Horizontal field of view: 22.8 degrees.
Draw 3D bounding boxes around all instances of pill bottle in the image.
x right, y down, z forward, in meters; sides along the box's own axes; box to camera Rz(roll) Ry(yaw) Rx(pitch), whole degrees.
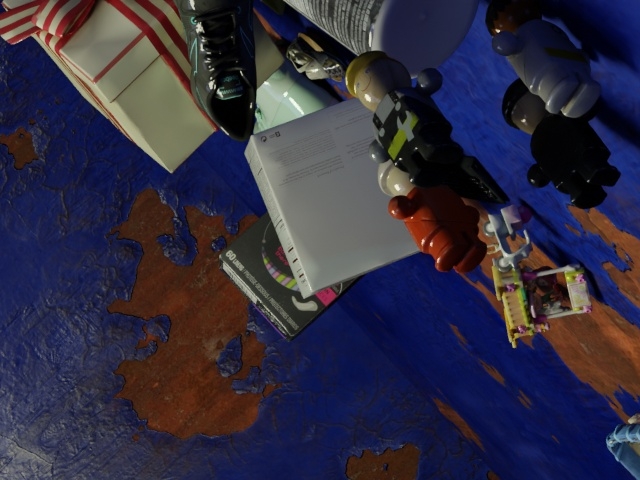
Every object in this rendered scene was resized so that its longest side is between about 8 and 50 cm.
[{"bbox_3d":[0.024,-0.261,1.480,0.245,0.130,0.130,42,170,36],"label":"pill bottle"}]

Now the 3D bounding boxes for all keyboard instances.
[{"bbox_3d":[0.160,-0.078,1.977,0.100,0.038,0.192,49,171,-13],"label":"keyboard"}]

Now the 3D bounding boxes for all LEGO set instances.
[{"bbox_3d":[0.275,0.058,1.949,0.287,0.107,0.132,55,-156,-67],"label":"LEGO set"}]

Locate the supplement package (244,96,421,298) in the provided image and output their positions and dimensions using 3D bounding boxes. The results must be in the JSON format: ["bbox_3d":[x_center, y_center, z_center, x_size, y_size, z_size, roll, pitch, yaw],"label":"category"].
[{"bbox_3d":[0.034,-0.059,1.956,0.149,0.194,0.203,135,114,-83],"label":"supplement package"}]

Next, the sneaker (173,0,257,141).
[{"bbox_3d":[-0.112,-0.236,1.881,0.106,0.101,0.267,-112,9,-45],"label":"sneaker"}]

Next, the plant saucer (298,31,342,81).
[{"bbox_3d":[0.004,-0.243,2.065,0.083,0.015,0.083,46,171,10],"label":"plant saucer"}]

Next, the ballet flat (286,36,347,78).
[{"bbox_3d":[-0.008,-0.225,2.019,0.114,0.041,0.041,37,167,49],"label":"ballet flat"}]

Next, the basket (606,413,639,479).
[{"bbox_3d":[0.377,0.263,1.589,0.201,0.289,0.255,47,173,0],"label":"basket"}]

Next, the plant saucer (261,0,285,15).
[{"bbox_3d":[-0.114,-0.382,1.907,0.188,0.045,0.188,42,170,32],"label":"plant saucer"}]

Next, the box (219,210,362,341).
[{"bbox_3d":[0.000,0.000,2.336,0.165,0.270,0.143,47,172,3],"label":"box"}]

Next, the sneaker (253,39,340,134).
[{"bbox_3d":[-0.071,-0.215,2.299,0.151,0.094,0.256,43,163,-13],"label":"sneaker"}]

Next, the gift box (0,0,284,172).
[{"bbox_3d":[-0.247,-0.278,2.032,0.276,0.255,0.258,34,168,33],"label":"gift box"}]

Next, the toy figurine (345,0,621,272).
[{"bbox_3d":[0.141,-0.101,1.389,0.148,0.213,0.209,61,179,38],"label":"toy figurine"}]
